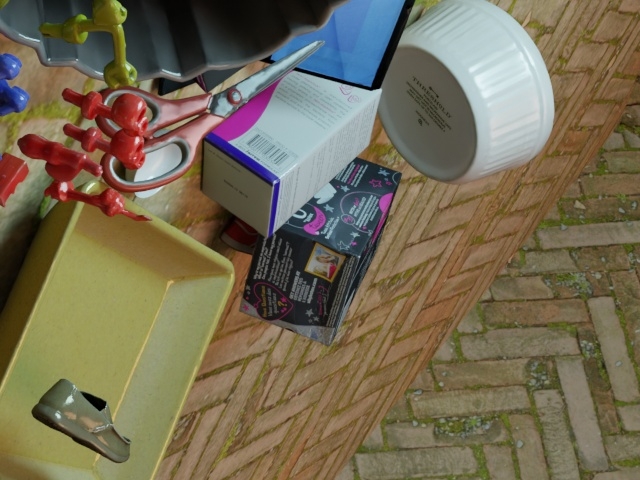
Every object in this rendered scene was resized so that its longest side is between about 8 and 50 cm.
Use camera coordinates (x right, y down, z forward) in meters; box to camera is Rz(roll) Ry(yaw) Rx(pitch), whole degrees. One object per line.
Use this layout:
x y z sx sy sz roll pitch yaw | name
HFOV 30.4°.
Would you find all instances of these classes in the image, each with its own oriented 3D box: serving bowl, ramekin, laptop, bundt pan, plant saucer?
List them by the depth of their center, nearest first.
-0.102 -0.264 0.876 0.330 0.124 0.331 -15 155 -7 | bundt pan
-0.018 -0.253 1.249 0.264 0.136 0.234 -33 151 -50 | laptop
-0.250 0.127 1.267 0.332 0.081 0.333 37 72 -61 | plant saucer
-0.186 -0.088 1.286 0.083 0.027 0.083 -48 161 -22 | serving bowl
0.192 -0.204 1.695 0.127 0.273 0.273 -30 151 -29 | ramekin

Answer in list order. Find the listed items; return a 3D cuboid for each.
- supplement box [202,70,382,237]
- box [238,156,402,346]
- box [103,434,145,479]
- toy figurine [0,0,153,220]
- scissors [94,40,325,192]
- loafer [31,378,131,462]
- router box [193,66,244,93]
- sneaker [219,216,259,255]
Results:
-0.035 -0.125 1.471 0.220 0.111 0.114 -43 159 -32 | supplement box
0.000 0.000 1.625 0.247 0.142 0.163 -59 168 -56 | box
-0.294 0.254 1.430 0.126 0.137 0.072 -51 164 -12 | box
-0.253 -0.045 0.814 0.362 0.191 0.217 103 13 -63 | toy figurine
-0.102 -0.131 1.218 0.297 0.109 0.021 -19 -179 -32 | scissors
-0.230 0.183 1.186 0.050 0.056 0.148 -62 150 -15 | loafer
-0.076 -0.236 1.080 0.179 0.133 0.046 -38 158 -12 | router box
-0.090 -0.016 1.634 0.067 0.042 0.118 -55 160 8 | sneaker
